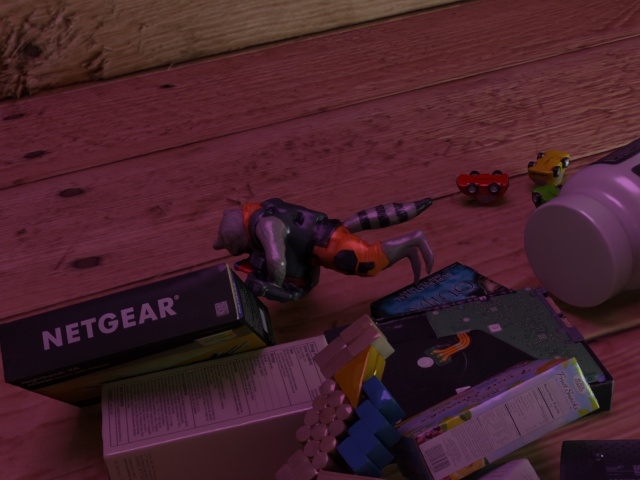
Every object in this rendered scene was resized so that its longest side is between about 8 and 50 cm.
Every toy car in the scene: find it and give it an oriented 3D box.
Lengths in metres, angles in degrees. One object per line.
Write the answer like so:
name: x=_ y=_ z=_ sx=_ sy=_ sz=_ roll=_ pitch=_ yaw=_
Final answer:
toy car: x=0.399 y=-0.086 z=1.789 sx=0.239 sy=0.053 sz=0.225 roll=-16 pitch=31 yaw=-15

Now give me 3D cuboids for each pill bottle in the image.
pill bottle: x=0.506 y=-0.046 z=1.530 sx=0.363 sy=0.210 sz=0.210 roll=-26 pitch=34 yaw=-30

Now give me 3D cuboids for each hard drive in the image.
hard drive: x=0.337 y=0.291 z=0.991 sx=0.172 sy=0.054 sz=0.254 roll=-3 pitch=21 yaw=11
hard drive: x=0.195 y=0.178 z=1.330 sx=0.339 sy=0.064 sz=0.237 roll=-13 pitch=34 yaw=-8

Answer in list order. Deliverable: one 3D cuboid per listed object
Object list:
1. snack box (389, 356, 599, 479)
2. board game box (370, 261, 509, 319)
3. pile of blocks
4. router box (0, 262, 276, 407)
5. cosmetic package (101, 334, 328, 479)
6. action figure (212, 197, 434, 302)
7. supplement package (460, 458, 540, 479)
snack box: x=0.191 y=0.209 z=1.125 sx=0.207 sy=0.070 sz=0.174 roll=-26 pitch=-4 yaw=-10
board game box: x=0.190 y=0.098 z=1.530 sx=0.186 sy=0.026 sz=0.126 roll=-24 pitch=33 yaw=-28
pile of blocks: x=0.036 y=0.267 z=1.084 sx=0.149 sy=0.112 sz=0.362 roll=2 pitch=58 yaw=35
router box: x=-0.233 y=0.136 z=1.302 sx=0.309 sy=0.243 sz=0.081 roll=-16 pitch=71 yaw=5
cosmetic package: x=-0.122 y=0.238 z=1.261 sx=0.310 sy=0.113 sz=0.160 roll=-10 pitch=29 yaw=-7
action figure: x=0.000 y=0.000 z=1.517 sx=0.330 sy=0.178 sz=0.341 roll=7 pitch=6 yaw=1
supplement package: x=0.157 y=0.324 z=1.013 sx=0.179 sy=0.105 sz=0.105 roll=-32 pitch=2 yaw=-37
